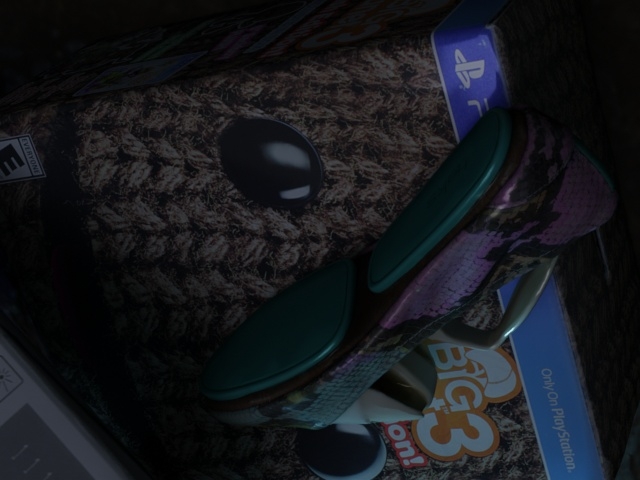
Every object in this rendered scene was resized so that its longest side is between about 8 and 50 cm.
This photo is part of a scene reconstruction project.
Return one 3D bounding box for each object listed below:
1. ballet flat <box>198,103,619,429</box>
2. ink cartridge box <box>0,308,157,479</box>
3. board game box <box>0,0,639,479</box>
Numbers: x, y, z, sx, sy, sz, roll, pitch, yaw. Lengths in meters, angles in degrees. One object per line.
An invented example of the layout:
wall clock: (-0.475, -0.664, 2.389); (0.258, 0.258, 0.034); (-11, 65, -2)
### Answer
ballet flat: (0.037, 0.030, 0.553); (0.079, 0.077, 0.221); (34, 127, -20)
ink cartridge box: (-0.159, 0.092, 0.673); (0.296, 0.066, 0.261); (43, 169, 22)
board game box: (0.000, 0.000, 0.678); (0.291, 0.141, 0.232); (-7, 113, 27)
